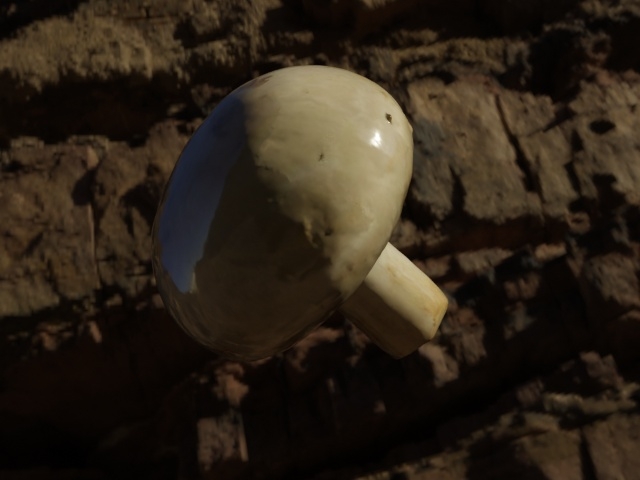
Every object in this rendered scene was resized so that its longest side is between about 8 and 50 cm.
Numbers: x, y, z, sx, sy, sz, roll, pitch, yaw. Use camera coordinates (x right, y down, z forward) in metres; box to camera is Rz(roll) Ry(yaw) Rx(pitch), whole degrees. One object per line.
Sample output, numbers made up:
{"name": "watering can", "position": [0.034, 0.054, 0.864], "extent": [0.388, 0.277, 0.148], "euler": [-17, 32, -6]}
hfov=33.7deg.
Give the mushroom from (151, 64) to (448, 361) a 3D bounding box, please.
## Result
{"name": "mushroom", "position": [0.000, 0.000, 0.702], "extent": [0.215, 0.207, 0.207], "euler": [38, -64, -21]}
